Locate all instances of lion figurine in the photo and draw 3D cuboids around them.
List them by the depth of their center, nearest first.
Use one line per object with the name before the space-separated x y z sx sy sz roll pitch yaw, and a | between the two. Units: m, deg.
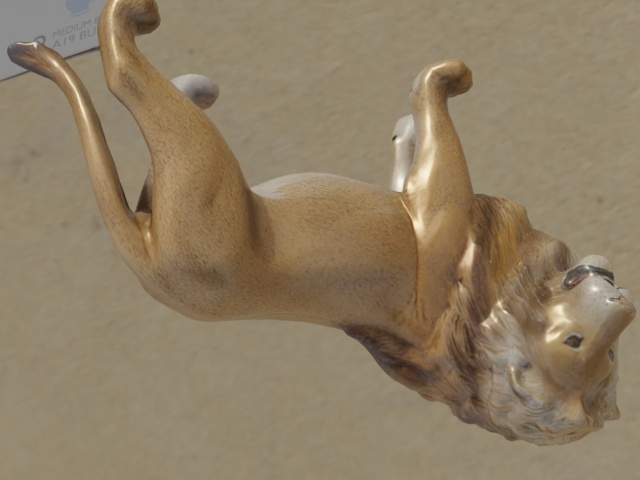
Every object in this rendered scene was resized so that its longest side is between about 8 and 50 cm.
lion figurine | 0.000 0.000 1.008 0.142 0.392 0.240 126 146 -60

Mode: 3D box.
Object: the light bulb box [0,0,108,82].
light bulb box | -0.362 -0.272 1.153 0.361 0.358 0.225 49 147 30
